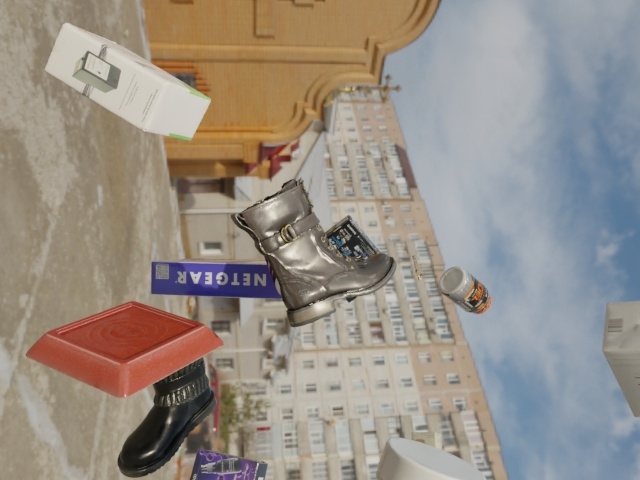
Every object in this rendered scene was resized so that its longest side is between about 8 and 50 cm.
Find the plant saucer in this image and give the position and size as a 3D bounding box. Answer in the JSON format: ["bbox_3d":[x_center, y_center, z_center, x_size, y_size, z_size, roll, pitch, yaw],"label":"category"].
[{"bbox_3d":[-0.358,0.184,1.058,0.259,0.258,0.047,-20,118,-58],"label":"plant saucer"}]

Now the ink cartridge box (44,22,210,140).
[{"bbox_3d":[-0.408,-0.335,1.218,0.114,0.273,0.198,-61,169,11],"label":"ink cartridge box"}]

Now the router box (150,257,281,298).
[{"bbox_3d":[-0.214,0.093,1.456,0.301,0.335,0.082,3,88,-81],"label":"router box"}]

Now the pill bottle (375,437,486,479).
[{"bbox_3d":[0.133,0.528,0.915,0.204,0.204,0.361,172,-64,-83],"label":"pill bottle"}]

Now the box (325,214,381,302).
[{"bbox_3d":[0.088,0.059,1.733,0.220,0.175,0.051,49,14,-13],"label":"box"}]

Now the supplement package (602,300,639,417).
[{"bbox_3d":[0.717,0.260,1.217,0.244,0.134,0.139,54,46,-26],"label":"supplement package"}]

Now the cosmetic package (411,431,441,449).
[{"bbox_3d":[0.235,0.485,1.248,0.041,0.060,0.115,39,46,-51],"label":"cosmetic package"}]

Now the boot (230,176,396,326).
[{"bbox_3d":[0.000,0.000,0.961,0.091,0.263,0.229,-16,-83,55],"label":"boot"}]

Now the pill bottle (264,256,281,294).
[{"bbox_3d":[-0.054,0.055,1.189,0.108,0.108,0.193,96,-24,-45],"label":"pill bottle"}]

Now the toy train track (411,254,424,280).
[{"bbox_3d":[0.313,0.087,1.818,0.014,0.048,0.083,143,-65,-65],"label":"toy train track"}]

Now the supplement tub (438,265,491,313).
[{"bbox_3d":[0.519,0.182,2.010,0.117,0.190,0.117,-32,-141,31],"label":"supplement tub"}]

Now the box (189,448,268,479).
[{"bbox_3d":[-0.283,0.730,1.711,0.108,0.207,0.153,62,36,-65],"label":"box"}]

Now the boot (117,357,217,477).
[{"bbox_3d":[-0.438,0.436,1.542,0.348,0.131,0.260,-45,137,-45],"label":"boot"}]
